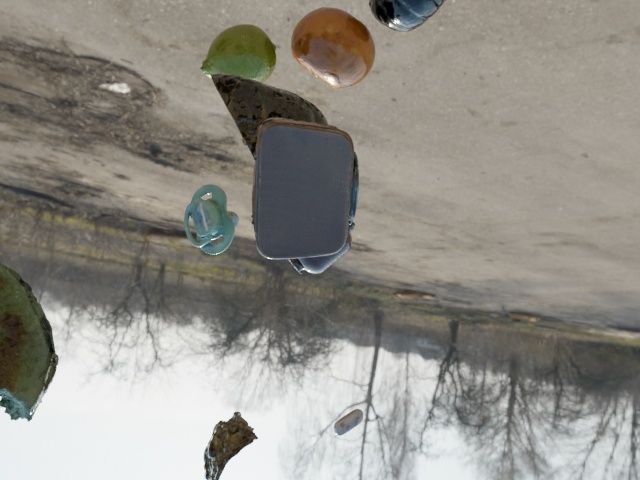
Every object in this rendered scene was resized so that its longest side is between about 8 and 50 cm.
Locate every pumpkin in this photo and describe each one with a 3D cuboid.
[{"bbox_3d":[-0.082,-0.235,0.924,0.163,0.279,0.111,-29,176,-1],"label":"pumpkin"},{"bbox_3d":[0.302,-0.804,1.596,0.295,0.296,0.296,9,171,1],"label":"pumpkin"}]

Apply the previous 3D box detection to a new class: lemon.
[{"bbox_3d":[-0.243,-0.558,1.526,0.248,0.184,0.184,-26,-179,-16],"label":"lemon"}]

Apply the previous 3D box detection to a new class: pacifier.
[{"bbox_3d":[-0.225,-0.041,1.076,0.126,0.150,0.116,-30,166,23],"label":"pacifier"}]

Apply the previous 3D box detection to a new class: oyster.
[{"bbox_3d":[-0.148,0.321,0.784,0.056,0.105,0.177,38,175,-5],"label":"oyster"}]

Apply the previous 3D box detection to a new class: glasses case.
[{"bbox_3d":[0.064,0.407,1.120,0.083,0.032,0.021,-18,-170,-37],"label":"glasses case"}]

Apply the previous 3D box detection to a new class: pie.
[{"bbox_3d":[-0.523,0.142,0.706,0.067,0.303,0.302,-35,146,30],"label":"pie"}]

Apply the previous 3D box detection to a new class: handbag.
[{"bbox_3d":[-0.022,-0.071,0.712,0.151,0.193,0.072,3,-163,-11],"label":"handbag"}]

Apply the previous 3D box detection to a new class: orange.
[{"bbox_3d":[0.042,-0.635,1.645,0.283,0.226,0.284,27,-167,-7],"label":"orange"}]

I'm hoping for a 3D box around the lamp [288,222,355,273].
[{"bbox_3d":[0.000,0.000,1.697,0.180,0.258,0.180,50,174,7],"label":"lamp"}]

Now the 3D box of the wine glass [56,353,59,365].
[{"bbox_3d":[-0.751,0.339,1.365,0.039,0.042,0.083,45,-177,-1],"label":"wine glass"}]
